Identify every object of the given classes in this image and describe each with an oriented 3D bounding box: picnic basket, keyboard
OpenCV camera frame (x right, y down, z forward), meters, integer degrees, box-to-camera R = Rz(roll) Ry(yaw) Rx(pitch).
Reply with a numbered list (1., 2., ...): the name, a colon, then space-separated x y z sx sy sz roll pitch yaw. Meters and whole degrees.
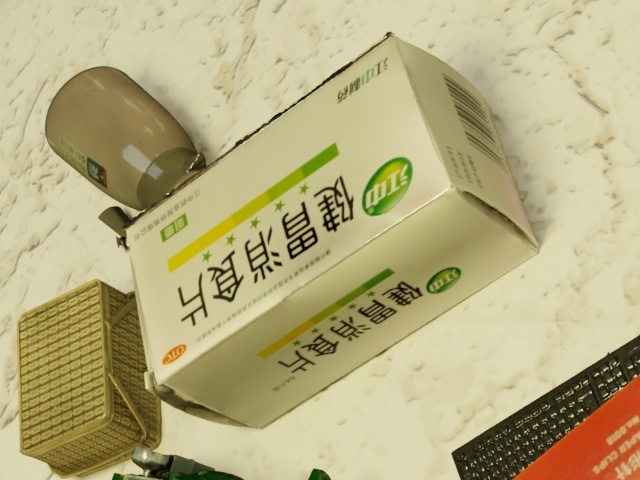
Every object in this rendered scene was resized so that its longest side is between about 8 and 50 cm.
1. picnic basket: -0.215 0.128 1.812 0.115 0.079 0.164 -26 54 29
2. keyboard: 0.189 0.141 1.512 0.202 0.011 0.067 -35 52 23

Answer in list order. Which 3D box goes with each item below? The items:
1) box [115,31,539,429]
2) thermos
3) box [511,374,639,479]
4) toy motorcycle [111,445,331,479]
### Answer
1. box: -0.002 0.001 1.650 0.333 0.145 0.173 -34 49 22
2. thermos: -0.172 -0.064 1.871 0.193 0.105 0.137 39 122 38
3. box: 0.215 0.195 1.378 0.182 0.133 0.099 -41 50 15
4. toy motorcycle: -0.079 0.233 1.600 0.274 0.187 0.125 -3 67 60
